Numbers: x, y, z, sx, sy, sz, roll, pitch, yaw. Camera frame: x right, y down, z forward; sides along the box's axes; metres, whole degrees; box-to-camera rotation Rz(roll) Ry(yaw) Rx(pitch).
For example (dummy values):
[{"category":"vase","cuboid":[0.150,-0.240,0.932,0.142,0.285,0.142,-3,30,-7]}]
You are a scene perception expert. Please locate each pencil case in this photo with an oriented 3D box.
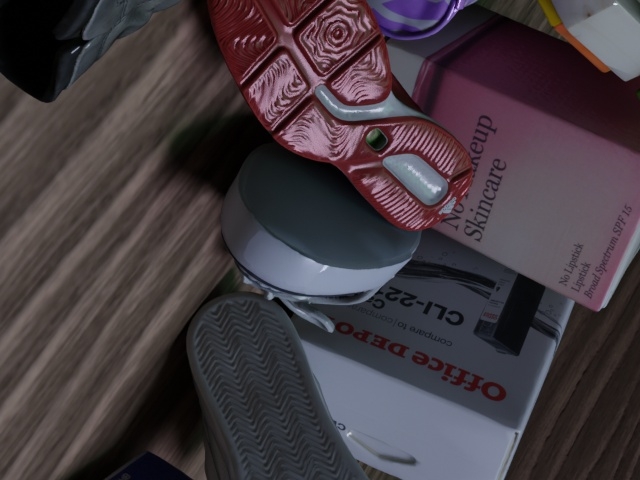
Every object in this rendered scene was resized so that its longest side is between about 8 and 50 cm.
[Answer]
[{"category":"pencil case","cuboid":[0.097,-0.196,0.703,0.206,0.088,0.086,-38,148,-51]}]

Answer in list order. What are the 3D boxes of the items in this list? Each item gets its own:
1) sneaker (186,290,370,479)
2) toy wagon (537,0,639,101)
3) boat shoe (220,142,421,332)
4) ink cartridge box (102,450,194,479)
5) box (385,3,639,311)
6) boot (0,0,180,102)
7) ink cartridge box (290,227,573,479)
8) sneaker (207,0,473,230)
[{"category":"sneaker","cuboid":[-0.016,0.197,0.691,0.108,0.292,0.169,-13,150,-8]},{"category":"toy wagon","cuboid":[0.230,-0.249,0.771,0.068,0.267,0.344,-25,-172,36]},{"category":"boat shoe","cuboid":[-0.003,-0.003,0.672,0.105,0.113,0.306,-52,179,19]},{"category":"ink cartridge box","cuboid":[-0.219,0.328,0.600,0.324,0.071,0.330,-29,145,-59]},{"category":"box","cuboid":[0.163,-0.075,0.814,0.127,0.232,0.148,-42,152,-45]},{"category":"boot","cuboid":[-0.030,-0.138,0.325,0.161,0.083,0.246,-53,-173,-34]},{"category":"ink cartridge box","cuboid":[0.105,0.063,0.862,0.114,0.197,0.273,97,20,-44]},{"category":"sneaker","cuboid":[-0.007,-0.100,0.593,0.087,0.128,0.221,-40,130,0]}]
